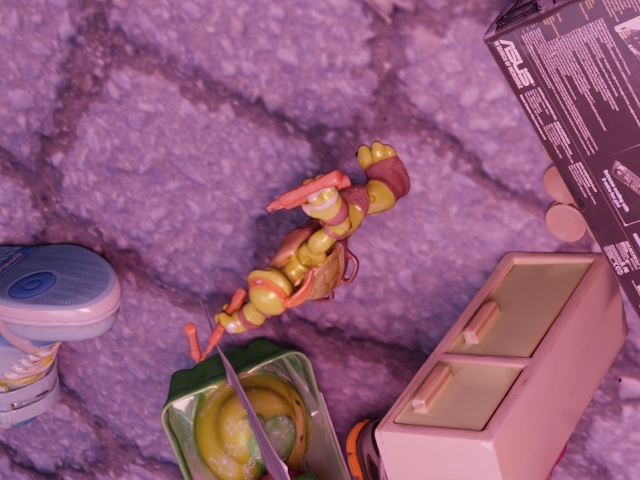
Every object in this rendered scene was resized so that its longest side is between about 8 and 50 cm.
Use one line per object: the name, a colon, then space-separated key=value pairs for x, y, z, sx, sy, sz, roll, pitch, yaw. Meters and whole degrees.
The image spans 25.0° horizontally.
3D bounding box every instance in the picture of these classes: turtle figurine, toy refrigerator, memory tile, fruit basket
turtle figurine: x=0.000 y=0.000 z=1.232 sx=0.087 sy=0.217 sz=0.269 roll=38 pitch=133 yaw=4
toy refrigerator: x=0.154 y=0.109 z=1.173 sx=0.102 sy=0.269 sz=0.094 roll=1 pitch=121 yaw=33
memory tile: x=0.253 y=-0.042 z=1.181 sx=0.148 sy=0.012 sz=0.113 roll=9 pitch=125 yaw=29
fruit basket: x=-0.023 y=0.250 z=1.366 sx=0.353 sy=0.165 sz=0.327 roll=39 pitch=150 yaw=62

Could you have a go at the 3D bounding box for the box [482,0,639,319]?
box: x=0.299 y=-0.079 z=1.068 sx=0.242 sy=0.076 sz=0.307 roll=-22 pitch=107 yaw=35

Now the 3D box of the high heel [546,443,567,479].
high heel: x=0.190 y=0.206 z=1.279 sx=0.117 sy=0.082 sz=0.244 roll=55 pitch=168 yaw=-3

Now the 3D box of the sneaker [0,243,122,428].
sneaker: x=-0.309 y=0.117 z=1.582 sx=0.319 sy=0.127 sz=0.208 roll=5 pitch=121 yaw=42

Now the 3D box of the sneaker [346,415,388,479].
sneaker: x=0.094 y=0.263 z=1.371 sx=0.083 sy=0.084 sz=0.215 roll=-37 pitch=72 yaw=48
